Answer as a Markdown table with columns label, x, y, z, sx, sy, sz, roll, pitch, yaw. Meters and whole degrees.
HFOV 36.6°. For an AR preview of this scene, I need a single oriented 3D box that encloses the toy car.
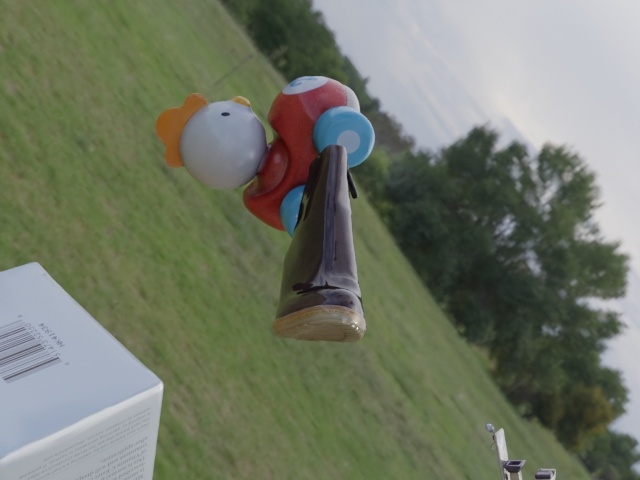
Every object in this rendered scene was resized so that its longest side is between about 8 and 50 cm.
| label | x | y | z | sx | sy | sz | roll | pitch | yaw |
| --- | --- | --- | --- | --- | --- | --- | --- | --- | --- |
| toy car | -0.088 | -0.133 | 1.240 | 0.238 | 0.210 | 0.219 | 18 | 15 | -22 |

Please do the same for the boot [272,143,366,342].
| label | x | y | z | sx | sy | sz | roll | pitch | yaw |
| --- | --- | --- | --- | --- | --- | --- | --- | --- | --- |
| boot | 0.000 | 0.000 | 1.001 | 0.248 | 0.090 | 0.207 | 139 | -44 | -81 |

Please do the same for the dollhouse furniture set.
| label | x | y | z | sx | sy | sz | roll | pitch | yaw |
| --- | --- | --- | --- | --- | --- | --- | --- | --- | --- |
| dollhouse furniture set | 0.203 | 0.257 | 1.091 | 0.114 | 0.091 | 0.081 | -15 | 97 | -59 |

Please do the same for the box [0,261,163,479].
| label | x | y | z | sx | sy | sz | roll | pitch | yaw |
| --- | --- | --- | --- | --- | --- | --- | --- | --- | --- |
| box | -0.292 | 0.233 | 0.926 | 0.168 | 0.345 | 0.215 | -22 | 46 | -41 |
